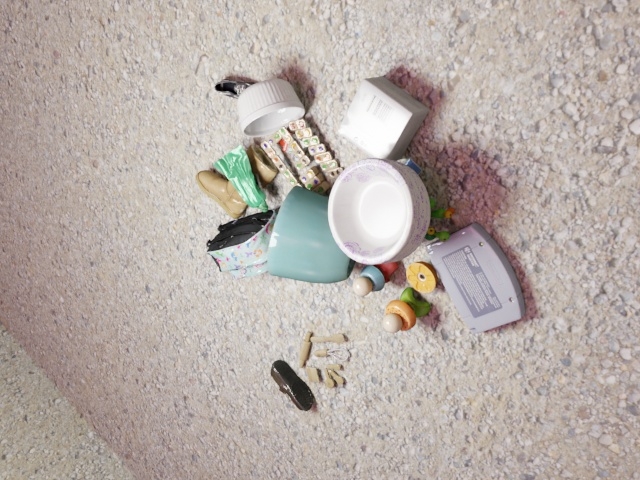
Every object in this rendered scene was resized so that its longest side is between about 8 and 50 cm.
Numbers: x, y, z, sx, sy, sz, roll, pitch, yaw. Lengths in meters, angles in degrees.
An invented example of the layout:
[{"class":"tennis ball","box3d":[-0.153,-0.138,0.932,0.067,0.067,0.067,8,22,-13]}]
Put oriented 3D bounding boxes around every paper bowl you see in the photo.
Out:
[{"class":"paper bowl","box3d":[0.170,-0.079,1.622,0.284,0.148,0.284,1,92,41]}]

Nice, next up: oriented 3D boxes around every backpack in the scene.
[{"class":"backpack","box3d":[-0.234,0.008,2.036,0.253,0.225,0.191,-23,114,34]}]

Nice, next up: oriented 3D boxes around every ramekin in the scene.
[{"class":"ramekin","box3d":[-0.161,-0.416,1.849,0.207,0.207,0.109,-25,82,39]}]

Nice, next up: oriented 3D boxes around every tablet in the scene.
[{"class":"tablet","box3d":[0.256,-0.195,1.741,0.054,0.006,0.083,47,126,14]}]

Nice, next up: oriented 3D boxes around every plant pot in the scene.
[{"class":"plant pot","box3d":[0.000,0.000,1.831,0.235,0.293,0.293,16,116,10]}]

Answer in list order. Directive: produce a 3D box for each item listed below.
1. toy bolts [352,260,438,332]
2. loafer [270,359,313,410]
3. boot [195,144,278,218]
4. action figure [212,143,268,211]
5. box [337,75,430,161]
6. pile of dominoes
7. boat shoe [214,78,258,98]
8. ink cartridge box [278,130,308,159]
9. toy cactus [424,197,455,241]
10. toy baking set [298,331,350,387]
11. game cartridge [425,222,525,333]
[{"class":"toy bolts","box3d":[0.213,0.145,1.772,0.228,0.158,0.218,40,139,20]},{"class":"loafer","box3d":[-0.110,0.550,2.232,0.220,0.080,0.078,52,138,16]},{"class":"boot","box3d":[-0.293,-0.236,2.081,0.236,0.089,0.269,42,128,1]},{"class":"action figure","box3d":[-0.245,-0.192,1.986,0.137,0.063,0.232,-29,96,33]},{"class":"box","box3d":[0.176,-0.339,1.677,0.181,0.119,0.182,41,126,18]},{"class":"pile of dominoes","box3d":[-0.063,-0.254,1.898,0.196,0.040,0.251,-34,97,37]},{"class":"boat shoe","box3d":[-0.266,-0.496,1.979,0.206,0.065,0.075,20,117,29]},{"class":"ink cartridge box","box3d":[-0.094,-0.316,1.939,0.115,0.029,0.063,32,123,22]},{"class":"toy cactus","box3d":[0.287,-0.057,1.707,0.219,0.112,0.180,44,134,24]},{"class":"toy baking set","box3d":[0.013,0.413,2.119,0.196,0.030,0.256,22,118,25]},{"class":"game cartridge","box3d":[0.446,0.106,1.680,0.196,0.060,0.294,-29,88,42]}]
